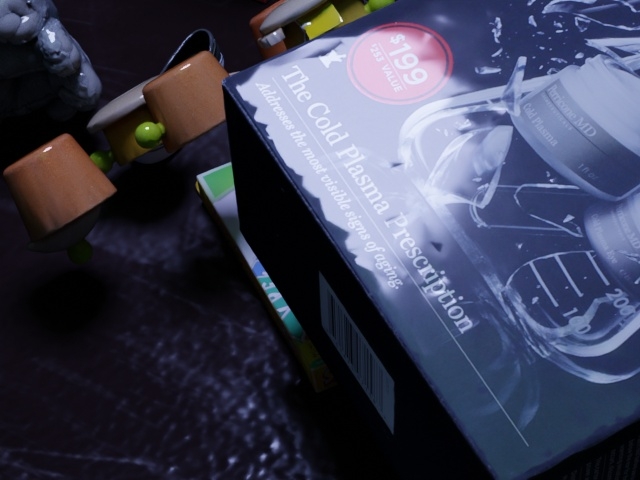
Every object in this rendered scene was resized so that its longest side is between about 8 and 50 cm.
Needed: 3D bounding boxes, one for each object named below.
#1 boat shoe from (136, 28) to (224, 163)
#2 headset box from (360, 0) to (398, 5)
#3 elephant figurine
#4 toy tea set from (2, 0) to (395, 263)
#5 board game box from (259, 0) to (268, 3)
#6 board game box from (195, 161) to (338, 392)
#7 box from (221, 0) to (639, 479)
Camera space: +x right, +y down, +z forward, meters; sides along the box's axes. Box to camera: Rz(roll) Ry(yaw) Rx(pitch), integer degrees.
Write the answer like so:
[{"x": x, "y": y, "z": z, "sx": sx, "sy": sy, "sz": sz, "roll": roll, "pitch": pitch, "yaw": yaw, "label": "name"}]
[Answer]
[{"x": -0.125, "y": -0.123, "z": 1.563, "sx": 0.049, "sy": 0.040, "sz": 0.142, "roll": 11, "pitch": 49, "yaw": 21, "label": "boat shoe"}, {"x": 0.179, "y": -0.190, "z": 1.523, "sx": 0.218, "sy": 0.110, "sz": 0.293, "roll": -33, "pitch": 49, "yaw": -19, "label": "headset box"}, {"x": -0.316, "y": -0.121, "z": 1.532, "sx": 0.239, "sy": 0.169, "sz": 0.186, "roll": -33, "pitch": 18, "yaw": 0, "label": "elephant figurine"}, {"x": -0.077, "y": -0.083, "z": 1.425, "sx": 0.336, "sy": 0.124, "sz": 0.200, "roll": -30, "pitch": 8, "yaw": 7, "label": "toy tea set"}, {"x": -0.108, "y": -0.316, "z": 1.644, "sx": 0.146, "sy": 0.193, "sz": 0.045, "roll": 22, "pitch": 54, "yaw": 29, "label": "board game box"}, {"x": 0.000, "y": 0.000, "z": 1.425, "sx": 0.124, "sy": 0.039, "sz": 0.259, "roll": -22, "pitch": 43, "yaw": -11, "label": "board game box"}, {"x": 0.154, "y": -0.001, "z": 1.192, "sx": 0.312, "sy": 0.179, "sz": 0.343, "roll": -26, "pitch": 59, "yaw": -15, "label": "box"}]
